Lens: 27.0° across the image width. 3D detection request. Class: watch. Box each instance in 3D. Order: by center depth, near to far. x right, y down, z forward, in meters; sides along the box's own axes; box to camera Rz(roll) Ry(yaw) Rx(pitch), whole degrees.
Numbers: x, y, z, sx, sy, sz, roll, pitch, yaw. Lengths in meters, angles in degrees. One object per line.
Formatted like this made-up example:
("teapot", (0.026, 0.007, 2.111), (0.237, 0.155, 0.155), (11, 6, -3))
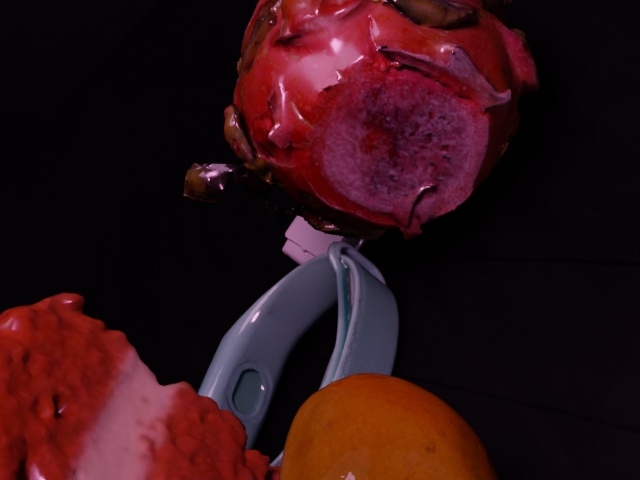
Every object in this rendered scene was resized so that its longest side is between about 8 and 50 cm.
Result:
("watch", (-0.022, 0.111, 1.084), (0.195, 0.068, 0.237), (-20, 38, 48))

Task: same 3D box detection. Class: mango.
("mango", (0.043, 0.187, 0.786), (0.113, 0.138, 0.253), (93, 177, -48))

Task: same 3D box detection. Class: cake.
("cake", (-0.169, 0.248, 0.826), (0.269, 0.319, 0.270), (-40, 19, 30))

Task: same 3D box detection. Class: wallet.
("wallet", (0.000, 0.000, 1.265), (0.061, 0.025, 0.122), (-57, 24, -1))

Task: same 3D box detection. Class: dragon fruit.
("dragon fruit", (0.039, -0.142, 1.143), (0.269, 0.250, 0.291), (-61, 24, 24))
